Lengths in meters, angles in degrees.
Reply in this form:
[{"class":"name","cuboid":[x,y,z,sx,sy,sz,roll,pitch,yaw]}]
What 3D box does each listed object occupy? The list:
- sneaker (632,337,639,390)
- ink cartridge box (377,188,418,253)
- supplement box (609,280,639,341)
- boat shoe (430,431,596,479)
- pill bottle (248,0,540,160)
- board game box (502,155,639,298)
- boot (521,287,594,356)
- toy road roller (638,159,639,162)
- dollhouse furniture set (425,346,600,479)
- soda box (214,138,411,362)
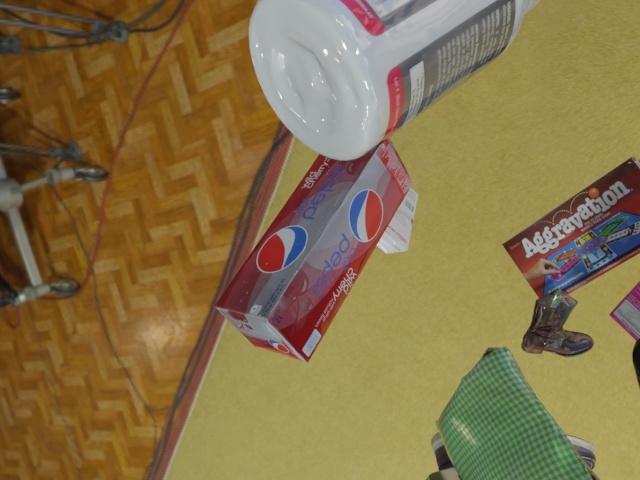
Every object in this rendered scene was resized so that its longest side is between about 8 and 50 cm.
[{"class":"sneaker","cuboid":[0.408,0.250,0.729,0.130,0.108,0.287,-46,55,58]},{"class":"ink cartridge box","cuboid":[0.207,-0.084,1.956,0.085,0.148,0.203,-11,53,42]},{"class":"supplement box","cuboid":[0.734,0.115,1.375,0.114,0.111,0.220,51,148,26]},{"class":"boat shoe","cuboid":[0.331,0.380,1.104,0.284,0.092,0.103,7,138,-6]},{"class":"pill bottle","cuboid":[0.097,-0.233,0.676,0.176,0.318,0.176,39,152,26]},{"class":"board game box","cuboid":[0.478,-0.009,1.166,0.281,0.027,0.145,-41,74,36]},{"class":"boot","cuboid":[0.330,0.109,0.872,0.106,0.037,0.114,-4,133,-5]},{"class":"toy road roller","cuboid":[0.801,-0.057,1.501,0.202,0.240,0.330,-38,63,31]},{"class":"dollhouse furniture set","cuboid":[0.126,0.281,0.634,0.198,0.151,0.302,55,145,37]},{"class":"soda box","cuboid":[0.000,0.000,0.737,0.092,0.263,0.083,7,145,45]}]
